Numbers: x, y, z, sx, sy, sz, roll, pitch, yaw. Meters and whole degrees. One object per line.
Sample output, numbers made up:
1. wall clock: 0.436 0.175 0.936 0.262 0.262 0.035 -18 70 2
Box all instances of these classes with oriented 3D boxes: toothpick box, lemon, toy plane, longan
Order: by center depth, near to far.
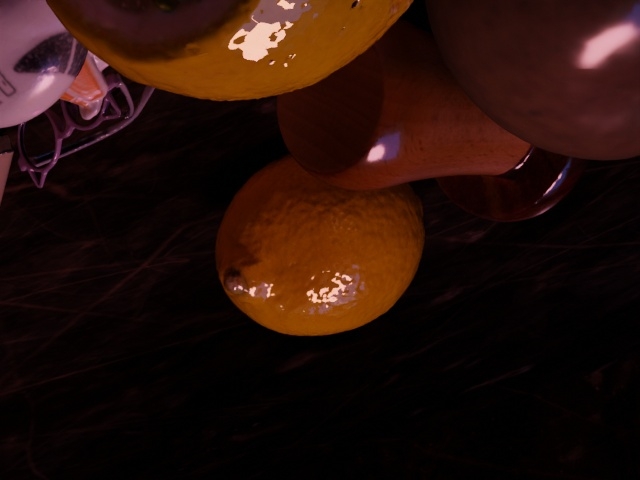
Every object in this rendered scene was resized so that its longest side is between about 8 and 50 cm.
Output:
1. lemon: -0.039 -0.201 1.072 0.240 0.240 0.219 -34 169 30
2. toy plane: -0.237 -0.113 1.264 0.245 0.117 0.244 -20 162 -7
3. longan: 0.215 -0.203 1.336 0.297 0.297 0.297 -22 163 -7
4. toothpick box: 0.112 -0.114 1.617 0.294 0.192 0.192 2 149 -45
5. lemon: 0.000 0.000 1.798 0.244 0.187 0.187 -24 165 -29

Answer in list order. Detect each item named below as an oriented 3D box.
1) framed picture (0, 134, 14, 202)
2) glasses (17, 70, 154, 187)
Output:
1. framed picture: -0.385 -0.015 1.523 0.260 0.023 0.189 -18 164 -22
2. glasses: -0.172 -0.098 1.484 0.104 0.062 0.140 -6 156 -48
